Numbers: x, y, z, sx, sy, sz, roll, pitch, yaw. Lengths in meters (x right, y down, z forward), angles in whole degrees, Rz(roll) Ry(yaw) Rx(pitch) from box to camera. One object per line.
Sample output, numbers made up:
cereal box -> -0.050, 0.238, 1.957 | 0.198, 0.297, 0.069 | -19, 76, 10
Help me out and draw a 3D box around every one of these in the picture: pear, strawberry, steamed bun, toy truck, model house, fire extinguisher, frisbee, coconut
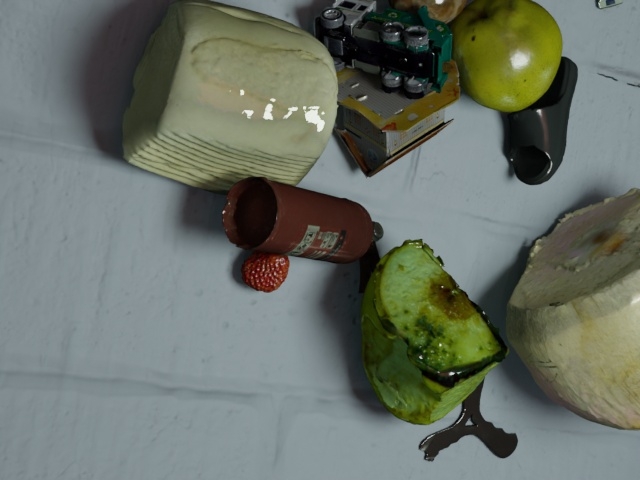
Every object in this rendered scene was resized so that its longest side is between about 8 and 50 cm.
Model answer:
pear -> 0.140, 0.164, 1.440 | 0.164, 0.255, 0.238 | -28, 69, -27
strawberry -> -0.079, 0.041, 1.392 | 0.073, 0.083, 0.073 | 26, 41, -25
steamed bun -> -0.121, -0.227, 1.287 | 0.290, 0.273, 0.272 | 6, 75, -28
toy truck -> 0.104, -0.308, 1.388 | 0.116, 0.215, 0.110 | -52, 151, -35
model house -> 0.127, -0.206, 1.459 | 0.219, 0.207, 0.136 | -34, 141, -26
fire extinguisher -> 0.000, 0.000, 1.378 | 0.337, 0.106, 0.147 | 11, 75, -52
frisbee -> 0.251, 0.324, 1.600 | 0.187, 0.012, 0.211 | -25, 104, -20
pear -> 0.305, -0.309, 1.487 | 0.198, 0.198, 0.198 | -2, 94, -24
coconut -> 0.539, 0.144, 1.520 | 0.404, 0.404, 0.405 | -2, 94, -24

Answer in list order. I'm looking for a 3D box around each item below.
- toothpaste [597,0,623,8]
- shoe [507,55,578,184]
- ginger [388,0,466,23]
toothpaste -> 0.516, -0.526, 1.653 | 0.057, 0.035, 0.197 | -18, 104, -17
shoe -> 0.369, -0.217, 1.568 | 0.093, 0.108, 0.241 | 22, 77, -27
ginger -> 0.183, -0.540, 1.426 | 0.256, 0.176, 0.375 | -22, 103, -11
